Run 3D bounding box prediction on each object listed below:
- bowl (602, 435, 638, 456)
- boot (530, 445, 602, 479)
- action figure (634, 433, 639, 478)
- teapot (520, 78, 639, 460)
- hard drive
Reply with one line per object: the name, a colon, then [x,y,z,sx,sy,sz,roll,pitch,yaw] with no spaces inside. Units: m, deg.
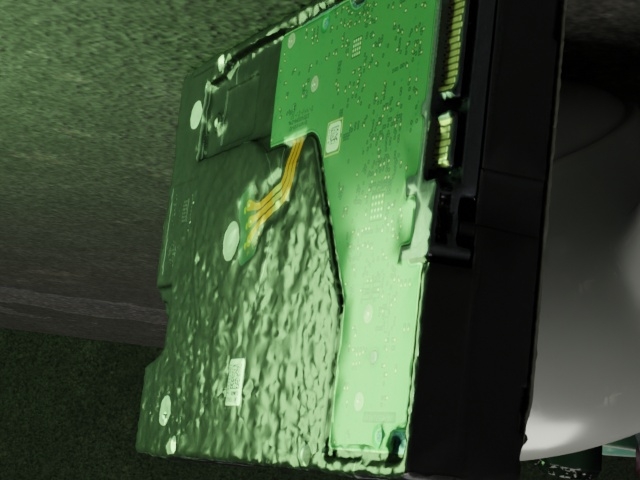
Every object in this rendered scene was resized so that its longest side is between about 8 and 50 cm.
bowl: [0.281,0.182,1.890,0.312,0.163,0.311,7,171,1]
boot: [0.285,0.138,1.480,0.247,0.207,0.094,1,170,29]
action figure: [0.518,0.220,1.507,0.370,0.275,0.248,22,179,-23]
teapot: [0.108,-0.008,0.820,0.256,0.187,0.252,-14,-164,14]
hard drive: [0.000,0.000,0.745,0.064,0.236,0.339,10,169,-23]
